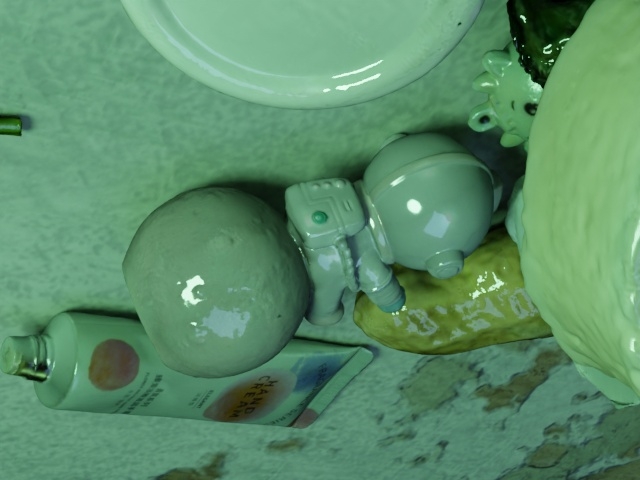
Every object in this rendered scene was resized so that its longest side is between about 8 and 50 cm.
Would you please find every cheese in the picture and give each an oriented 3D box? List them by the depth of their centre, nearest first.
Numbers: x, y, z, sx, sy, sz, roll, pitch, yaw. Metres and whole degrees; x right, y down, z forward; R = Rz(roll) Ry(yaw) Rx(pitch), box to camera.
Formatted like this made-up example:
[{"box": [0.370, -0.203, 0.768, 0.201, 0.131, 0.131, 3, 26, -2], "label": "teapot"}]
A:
[{"box": [0.297, -0.029, 0.762, 0.332, 0.153, 0.292, 0, 108, -17], "label": "cheese"}]

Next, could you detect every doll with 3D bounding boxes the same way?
[{"box": [0.000, 0.000, 0.956, 0.287, 0.151, 0.151, -21, 139, -1], "label": "doll"}]

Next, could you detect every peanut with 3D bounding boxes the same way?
[{"box": [0.137, 0.040, 1.076, 0.226, 0.095, 0.108, -10, 143, -3], "label": "peanut"}]

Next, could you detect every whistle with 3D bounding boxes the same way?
[{"box": [0.221, -0.134, 0.908, 0.253, 0.106, 0.102, -25, 161, 10], "label": "whistle"}]

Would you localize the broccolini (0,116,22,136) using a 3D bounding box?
[{"box": [-0.308, -0.066, 0.849, 0.218, 0.042, 0.044, -1, 138, -20], "label": "broccolini"}]

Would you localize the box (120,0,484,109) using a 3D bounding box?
[{"box": [0.001, -0.210, 0.625, 0.262, 0.206, 0.291, 3, 138, 0], "label": "box"}]

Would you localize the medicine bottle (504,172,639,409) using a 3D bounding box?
[{"box": [0.329, -0.026, 0.959, 0.332, 0.190, 0.190, -24, 140, -9], "label": "medicine bottle"}]

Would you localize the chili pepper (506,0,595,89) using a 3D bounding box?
[{"box": [0.207, -0.217, 0.800, 0.148, 0.116, 0.264, 13, 117, -24], "label": "chili pepper"}]

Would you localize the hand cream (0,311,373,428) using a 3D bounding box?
[{"box": [-0.114, 0.118, 1.103, 0.341, 0.078, 0.124, 12, 131, -36], "label": "hand cream"}]
